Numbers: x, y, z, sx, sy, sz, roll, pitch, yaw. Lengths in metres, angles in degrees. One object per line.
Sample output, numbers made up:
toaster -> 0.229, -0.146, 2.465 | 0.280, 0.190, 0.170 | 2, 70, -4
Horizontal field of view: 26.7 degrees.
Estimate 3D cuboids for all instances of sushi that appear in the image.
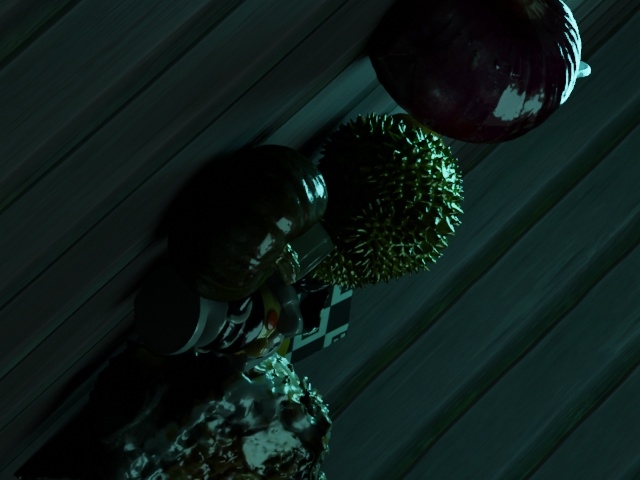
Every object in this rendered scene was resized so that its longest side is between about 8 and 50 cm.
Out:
sushi -> -0.173, 0.329, 2.040 | 0.417, 0.417, 0.176 | -45, -154, 4
sushi -> -0.111, 0.140, 2.615 | 0.373, 0.100, 0.296 | -27, 145, -27

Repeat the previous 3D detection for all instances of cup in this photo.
cup -> -0.051, -0.021, 1.833 | 0.120, 0.141, 0.120 | -44, 175, -5

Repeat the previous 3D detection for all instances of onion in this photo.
onion -> 0.211, -0.238, 1.740 | 0.256, 0.230, 0.272 | -42, 180, -16

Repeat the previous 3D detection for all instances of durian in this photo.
durian -> 0.090, -0.057, 1.976 | 0.291, 0.225, 0.291 | -43, -141, 49

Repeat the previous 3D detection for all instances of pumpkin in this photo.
pumpkin -> -0.083, -0.011, 1.640 | 0.219, 0.162, 0.219 | -44, 177, -2

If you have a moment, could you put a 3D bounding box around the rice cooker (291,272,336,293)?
rice cooker -> -0.001, 0.001, 2.254 | 0.203, 0.142, 0.118 | -41, 160, -34

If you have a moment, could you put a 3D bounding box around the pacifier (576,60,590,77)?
pacifier -> 0.305, -0.318, 2.132 | 0.287, 0.238, 0.225 | -25, 129, -57

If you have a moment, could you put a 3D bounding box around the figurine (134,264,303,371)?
figurine -> -0.122, 0.093, 1.837 | 0.176, 0.133, 0.236 | -35, 154, 27

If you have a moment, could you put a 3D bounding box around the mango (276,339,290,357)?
mango -> -0.119, 0.170, 2.423 | 0.151, 0.120, 0.221 | -60, 156, -9

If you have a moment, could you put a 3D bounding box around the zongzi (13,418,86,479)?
zongzi -> -0.310, 0.316, 2.257 | 0.319, 0.362, 0.383 | 120, -22, -59

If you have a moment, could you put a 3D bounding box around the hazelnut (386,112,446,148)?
hazelnut -> 0.126, -0.119, 2.235 | 0.182, 0.182, 0.182 | -44, 173, -7
